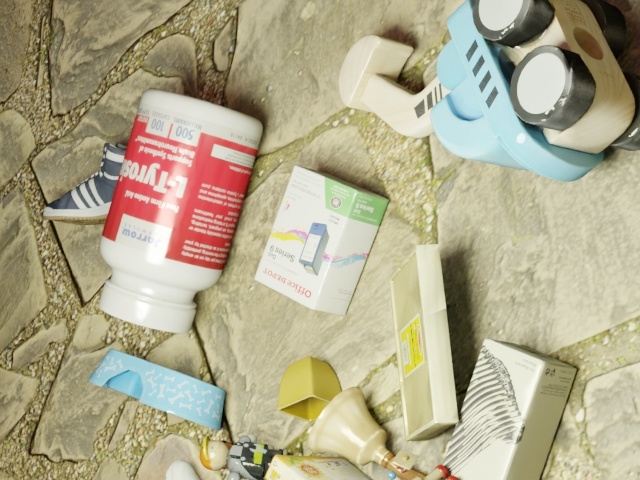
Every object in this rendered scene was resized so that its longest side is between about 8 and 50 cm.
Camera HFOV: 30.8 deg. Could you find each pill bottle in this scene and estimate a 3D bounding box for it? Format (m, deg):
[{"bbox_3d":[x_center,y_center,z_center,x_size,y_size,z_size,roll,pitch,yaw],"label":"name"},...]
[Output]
[{"bbox_3d":[-0.264,-0.052,2.096,0.229,0.229,0.407,17,92,42],"label":"pill bottle"}]

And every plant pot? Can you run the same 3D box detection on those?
[{"bbox_3d":[-0.018,0.240,1.915,0.081,0.081,0.083,-28,53,34],"label":"plant pot"}]

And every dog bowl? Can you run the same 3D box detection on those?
[{"bbox_3d":[-0.292,0.266,2.101,0.297,0.166,0.074,11,77,42],"label":"dog bowl"}]

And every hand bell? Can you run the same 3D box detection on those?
[{"bbox_3d":[0.110,0.344,1.777,0.242,0.126,0.126,35,104,28],"label":"hand bell"}]

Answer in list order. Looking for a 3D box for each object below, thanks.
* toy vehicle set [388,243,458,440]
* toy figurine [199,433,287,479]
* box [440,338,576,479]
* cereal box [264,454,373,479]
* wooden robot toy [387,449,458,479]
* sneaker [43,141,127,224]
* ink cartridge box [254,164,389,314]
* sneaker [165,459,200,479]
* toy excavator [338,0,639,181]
[{"bbox_3d":[0.152,0.157,1.745,0.166,0.035,0.266,123,145,-69],"label":"toy vehicle set"},{"bbox_3d":[-0.141,0.418,1.878,0.148,0.213,0.209,7,83,4],"label":"toy figurine"},{"bbox_3d":[0.256,0.287,1.648,0.113,0.094,0.275,19,93,43],"label":"box"},{"bbox_3d":[0.053,0.404,1.749,0.240,0.173,0.047,33,102,42],"label":"cereal box"},{"bbox_3d":[0.159,0.371,1.624,0.173,0.076,0.079,41,143,42],"label":"wooden robot toy"},{"bbox_3d":[-0.449,-0.114,2.359,0.282,0.099,0.153,-4,83,34],"label":"sneaker"},{"bbox_3d":[0.000,0.000,1.942,0.154,0.093,0.212,26,100,41],"label":"ink cartridge box"},{"bbox_3d":[-0.199,0.485,2.025,0.095,0.090,0.235,-32,64,18],"label":"sneaker"},{"bbox_3d":[0.224,-0.223,1.736,0.445,0.222,0.432,-42,54,37],"label":"toy excavator"}]
